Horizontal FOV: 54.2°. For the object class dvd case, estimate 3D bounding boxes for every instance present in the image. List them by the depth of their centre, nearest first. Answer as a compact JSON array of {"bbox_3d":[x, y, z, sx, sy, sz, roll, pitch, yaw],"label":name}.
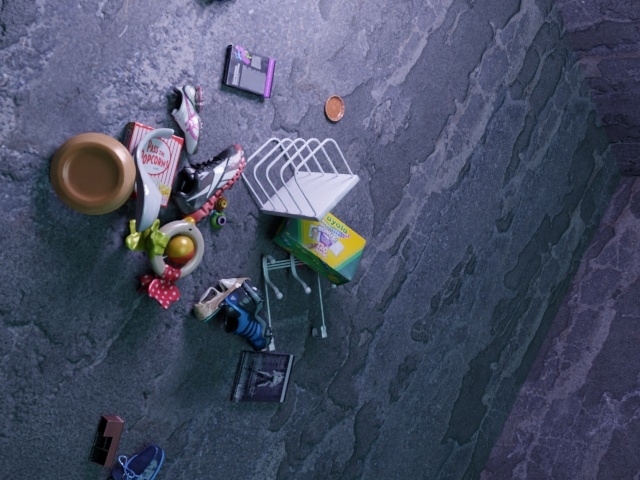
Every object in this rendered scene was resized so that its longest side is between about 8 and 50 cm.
[{"bbox_3d":[-0.185,0.447,2.048,0.221,0.018,0.165,14,88,-42],"label":"dvd case"}]

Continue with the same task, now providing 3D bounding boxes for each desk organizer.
[{"bbox_3d":[-0.577,0.542,1.689,0.050,0.047,0.130,19,86,-41],"label":"desk organizer"}]

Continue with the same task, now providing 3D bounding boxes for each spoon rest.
[{"bbox_3d":[-0.437,-0.154,1.573,0.084,0.137,0.276,14,75,-21],"label":"spoon rest"}]

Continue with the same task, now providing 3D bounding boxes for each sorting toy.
[{"bbox_3d":[-0.293,-0.082,1.822,0.061,0.042,0.102,-11,106,-41],"label":"sorting toy"}]

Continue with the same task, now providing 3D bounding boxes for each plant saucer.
[{"bbox_3d":[-0.549,-0.159,1.507,0.200,0.037,0.200,-1,98,-10],"label":"plant saucer"},{"bbox_3d":[0.045,-0.439,2.079,0.083,0.013,0.083,-11,106,-42],"label":"plant saucer"}]

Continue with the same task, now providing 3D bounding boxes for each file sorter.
[{"bbox_3d":[-0.070,-0.192,1.846,0.193,0.277,0.173,-47,125,-25],"label":"file sorter"}]

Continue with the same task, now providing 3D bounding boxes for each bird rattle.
[{"bbox_3d":[-0.400,0.046,1.678,0.207,0.143,0.254,-29,117,-30],"label":"bird rattle"}]

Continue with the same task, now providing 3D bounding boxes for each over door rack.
[{"bbox_3d":[-0.069,0.196,2.034,0.239,0.108,0.324,-7,104,-37],"label":"over door rack"}]

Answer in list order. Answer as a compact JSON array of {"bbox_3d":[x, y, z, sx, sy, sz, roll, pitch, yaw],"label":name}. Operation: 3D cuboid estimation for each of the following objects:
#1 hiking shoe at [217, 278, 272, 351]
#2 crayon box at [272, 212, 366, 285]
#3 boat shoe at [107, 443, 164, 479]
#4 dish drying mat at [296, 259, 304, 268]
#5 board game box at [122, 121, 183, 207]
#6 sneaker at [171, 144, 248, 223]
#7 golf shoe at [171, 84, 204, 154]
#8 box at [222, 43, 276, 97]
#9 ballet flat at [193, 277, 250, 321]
[{"bbox_3d":[-0.233,0.242,1.879,0.132,0.113,0.304,-30,140,-21],"label":"hiking shoe"},{"bbox_3d":[0.000,0.000,1.999,0.278,0.081,0.165,36,56,-20],"label":"crayon box"},{"bbox_3d":[-0.539,0.664,1.710,0.258,0.109,0.089,-50,124,-26],"label":"boat shoe"},{"bbox_3d":[-0.050,0.056,2.098,0.083,0.008,0.032,-46,125,-25],"label":"dish drying mat"},{"bbox_3d":[-0.455,-0.198,1.648,0.146,0.045,0.194,14,89,-43],"label":"board game box"},{"bbox_3d":[-0.312,-0.181,1.746,0.276,0.097,0.135,-54,131,-19],"label":"sneaker"},{"bbox_3d":[-0.363,-0.327,1.702,0.086,0.067,0.186,-1,98,-18],"label":"golf shoe"},{"bbox_3d":[-0.206,-0.492,1.828,0.162,0.029,0.116,7,93,-44],"label":"box"},{"bbox_3d":[-0.294,0.156,1.856,0.206,0.073,0.067,-42,110,-33],"label":"ballet flat"}]
